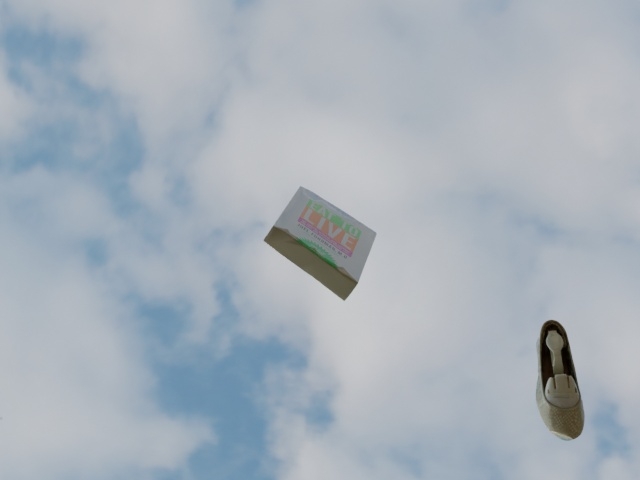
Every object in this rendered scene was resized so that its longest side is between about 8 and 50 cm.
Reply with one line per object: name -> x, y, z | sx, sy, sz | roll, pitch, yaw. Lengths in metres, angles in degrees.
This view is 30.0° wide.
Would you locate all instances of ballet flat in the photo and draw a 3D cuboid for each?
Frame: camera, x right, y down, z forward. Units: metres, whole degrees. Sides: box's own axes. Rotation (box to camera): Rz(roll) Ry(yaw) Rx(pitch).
ballet flat -> 0.294, 0.170, 1.493 | 0.057, 0.052, 0.168 | -6, -135, 3

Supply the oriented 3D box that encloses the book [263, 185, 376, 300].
book -> 0.000, 0.000, 1.175 | 0.096, 0.144, 0.035 | 36, -70, -4
